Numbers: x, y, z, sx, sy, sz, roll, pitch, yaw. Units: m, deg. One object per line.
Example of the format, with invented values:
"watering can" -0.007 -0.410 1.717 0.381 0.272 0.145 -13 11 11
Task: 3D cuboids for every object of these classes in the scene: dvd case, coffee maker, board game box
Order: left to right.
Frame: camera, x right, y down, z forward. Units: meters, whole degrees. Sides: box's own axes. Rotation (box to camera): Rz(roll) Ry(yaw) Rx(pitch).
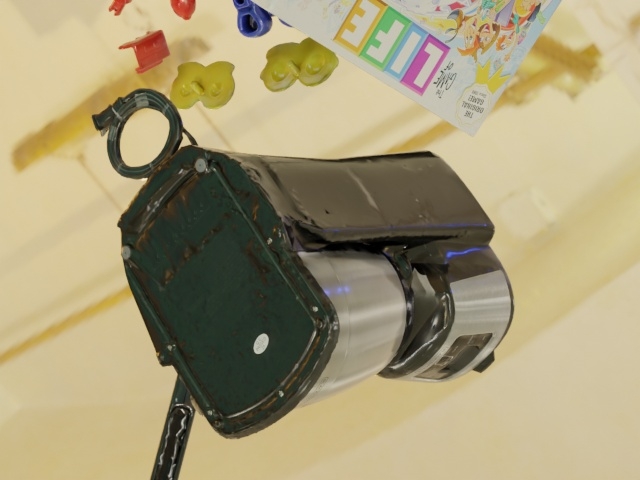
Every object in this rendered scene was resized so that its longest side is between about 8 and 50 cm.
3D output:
"dvd case" -0.115 0.178 1.021 0.180 0.022 0.253 126 -21 -82
"coffee maker" 0.000 0.000 0.706 0.120 0.171 0.178 -19 172 36
"board game box" 0.046 -0.117 0.602 0.026 0.154 0.103 40 -79 40

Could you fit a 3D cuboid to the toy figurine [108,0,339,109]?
"toy figurine" 0.026 -0.245 1.085 0.362 0.191 0.217 -9 -161 34
